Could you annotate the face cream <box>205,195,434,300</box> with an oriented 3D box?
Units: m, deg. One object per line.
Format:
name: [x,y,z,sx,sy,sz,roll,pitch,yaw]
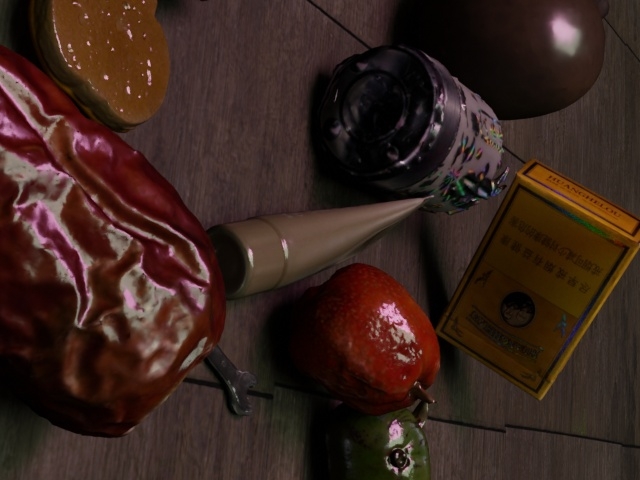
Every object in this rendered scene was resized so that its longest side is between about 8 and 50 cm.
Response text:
face cream: [0.000,0.000,1.091,0.341,0.137,0.084,-13,68,-51]

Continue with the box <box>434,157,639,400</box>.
box: [0.313,0.060,1.332,0.084,0.193,0.301,-33,150,-53]

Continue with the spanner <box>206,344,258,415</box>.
spanner: [-0.132,0.096,0.970,0.254,0.015,0.054,59,41,-33]

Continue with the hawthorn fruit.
hawthorn fruit: [0.046,0.120,1.083,0.173,0.173,0.179,-36,102,-50]

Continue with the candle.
candle: [0.148,-0.130,1.253,0.330,0.187,0.187,21,70,-54]

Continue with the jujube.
jujube: [-0.218,-0.007,0.719,0.342,0.216,0.216,52,46,-22]

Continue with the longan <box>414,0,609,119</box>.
longan: [0.283,-0.308,1.356,0.243,0.300,0.300,63,38,-54]

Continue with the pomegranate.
pomegranate: [0.085,0.266,1.166,0.191,0.131,0.152,3,81,-62]

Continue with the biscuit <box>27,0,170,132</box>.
biscuit: [-0.208,-0.190,0.864,0.170,0.050,0.170,27,60,-59]
